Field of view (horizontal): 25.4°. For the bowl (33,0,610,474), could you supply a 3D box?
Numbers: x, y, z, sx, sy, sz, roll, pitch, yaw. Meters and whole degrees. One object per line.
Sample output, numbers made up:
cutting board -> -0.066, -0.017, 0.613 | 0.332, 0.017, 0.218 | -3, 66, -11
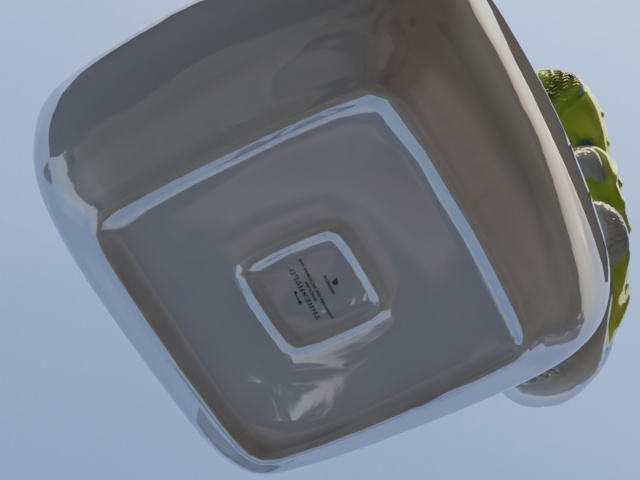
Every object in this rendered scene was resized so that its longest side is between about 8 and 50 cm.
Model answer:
bowl -> 0.000, 0.000, 0.393 | 0.142, 0.142, 0.053 | 59, -162, -22

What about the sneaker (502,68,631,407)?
sneaker -> 0.144, 0.016, 0.813 | 0.091, 0.126, 0.240 | -9, -135, 22
